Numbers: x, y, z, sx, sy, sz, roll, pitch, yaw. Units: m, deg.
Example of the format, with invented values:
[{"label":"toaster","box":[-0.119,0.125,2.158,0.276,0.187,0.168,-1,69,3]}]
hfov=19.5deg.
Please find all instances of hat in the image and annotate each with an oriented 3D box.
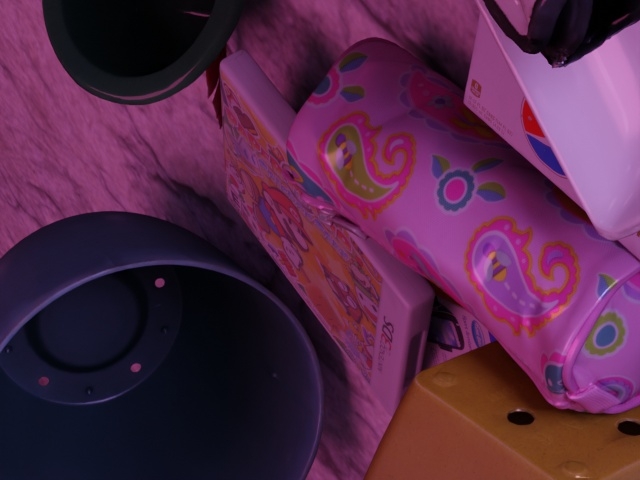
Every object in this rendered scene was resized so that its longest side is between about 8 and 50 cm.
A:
[{"label":"hat","box":[-0.094,-0.173,1.412,0.173,0.183,0.208,40,106,24]}]

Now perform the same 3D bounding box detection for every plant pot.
[{"label":"plant pot","box":[0.147,0.167,1.131,0.212,0.212,0.187,33,132,44]},{"label":"plant pot","box":[-0.170,0.107,1.558,0.235,0.293,0.293,-130,22,-61]}]

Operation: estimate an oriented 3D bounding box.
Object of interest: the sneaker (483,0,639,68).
[{"label":"sneaker","box":[0.017,-0.184,0.847,0.447,0.169,0.257,-12,97,54]}]

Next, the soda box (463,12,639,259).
[{"label":"soda box","box":[0.174,-0.051,0.996,0.216,0.069,0.074,44,148,29]}]

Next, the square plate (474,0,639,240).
[{"label":"square plate","box":[0.160,-0.209,0.830,0.344,0.049,0.347,-35,80,57]}]

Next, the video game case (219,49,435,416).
[{"label":"video game case","box":[0.000,0.000,1.325,0.227,0.026,0.206,53,164,21]}]

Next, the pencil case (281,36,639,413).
[{"label":"pencil case","box":[0.097,-0.011,1.111,0.284,0.124,0.124,39,146,38]}]

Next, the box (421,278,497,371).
[{"label":"box","box":[0.098,0.068,1.302,0.136,0.028,0.081,23,135,49]}]
